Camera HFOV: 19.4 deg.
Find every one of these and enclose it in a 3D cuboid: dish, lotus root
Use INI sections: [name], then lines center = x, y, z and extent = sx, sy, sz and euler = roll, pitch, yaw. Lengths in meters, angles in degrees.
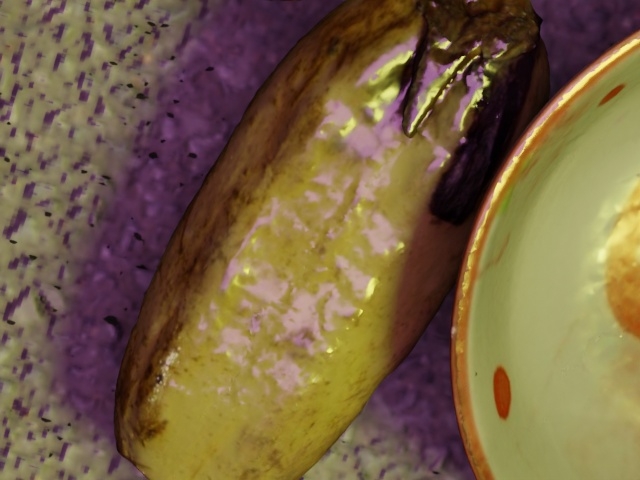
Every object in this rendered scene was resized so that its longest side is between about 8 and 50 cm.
[dish]
center = 0.164, 0.018, 0.746
extent = 0.260, 0.085, 0.260
euler = -4, 109, -13
[lotus root]
center = 0.000, 0.000, 0.749
extent = 0.110, 0.097, 0.258
euler = 34, 100, -7
